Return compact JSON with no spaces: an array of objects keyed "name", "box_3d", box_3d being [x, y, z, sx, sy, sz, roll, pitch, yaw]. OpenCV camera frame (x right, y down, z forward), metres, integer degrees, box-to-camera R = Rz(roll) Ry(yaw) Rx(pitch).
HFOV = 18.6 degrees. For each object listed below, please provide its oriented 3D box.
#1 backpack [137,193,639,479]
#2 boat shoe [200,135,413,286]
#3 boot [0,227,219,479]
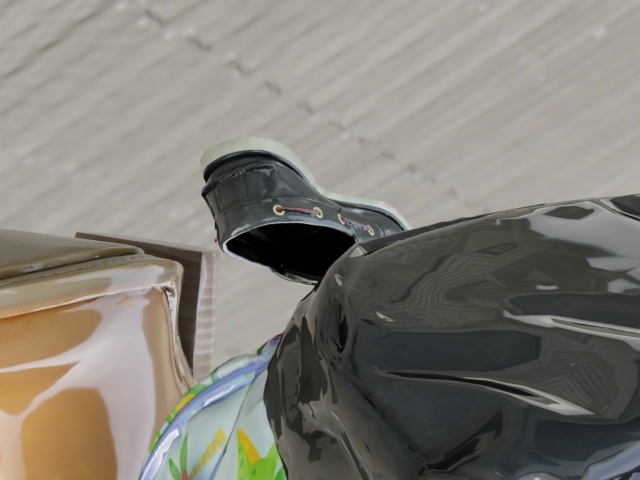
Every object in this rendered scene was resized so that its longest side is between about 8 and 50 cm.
[{"name":"backpack","box_3d":[0.049,0.159,0.670,0.290,0.273,0.355,-10,118,-40]},{"name":"boat shoe","box_3d":[-0.002,0.001,0.786,0.049,0.042,0.133,-24,151,24]},{"name":"boot","box_3d":[-0.115,0.106,0.767,0.109,0.220,0.283,8,-179,9]}]
